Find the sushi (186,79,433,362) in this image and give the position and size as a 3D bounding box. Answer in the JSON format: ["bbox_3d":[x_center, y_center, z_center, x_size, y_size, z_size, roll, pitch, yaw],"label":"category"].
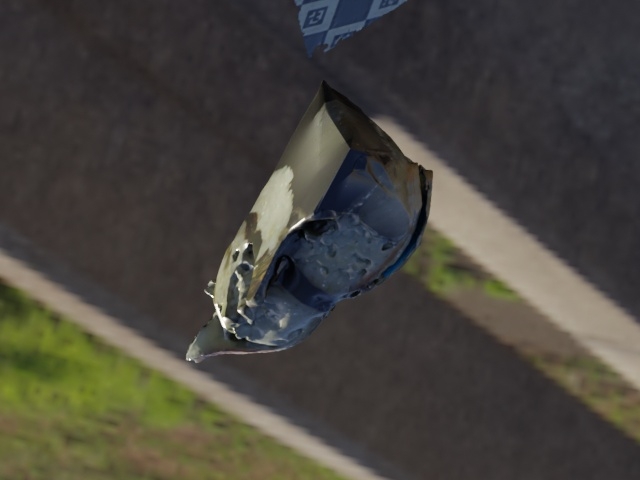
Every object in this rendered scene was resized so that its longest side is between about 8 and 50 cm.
[{"bbox_3d":[-0.003,0.017,1.615,0.109,0.134,0.273,22,116,-19],"label":"sushi"}]

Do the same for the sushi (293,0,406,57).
[{"bbox_3d":[0.102,-0.301,1.966,0.050,0.290,0.264,54,170,27],"label":"sushi"}]
